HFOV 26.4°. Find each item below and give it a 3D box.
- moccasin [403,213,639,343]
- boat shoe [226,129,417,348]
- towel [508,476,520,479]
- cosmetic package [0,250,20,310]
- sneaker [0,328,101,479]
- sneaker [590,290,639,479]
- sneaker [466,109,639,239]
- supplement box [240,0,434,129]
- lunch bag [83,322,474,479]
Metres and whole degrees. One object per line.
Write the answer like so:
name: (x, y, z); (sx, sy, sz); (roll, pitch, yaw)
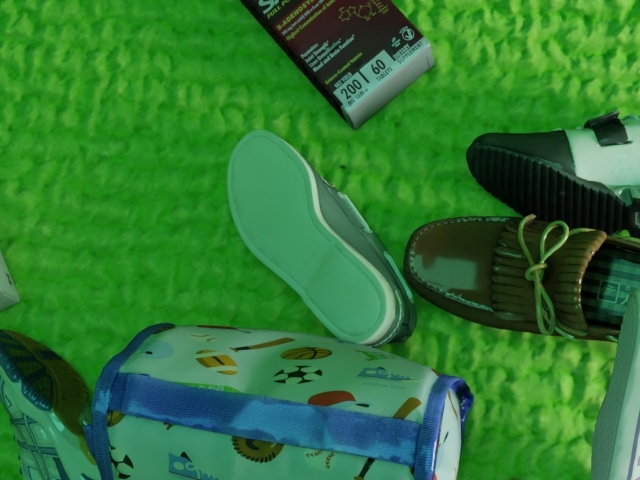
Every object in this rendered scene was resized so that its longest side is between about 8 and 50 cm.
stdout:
moccasin: (0.276, 0.049, 1.468); (0.380, 0.147, 0.139); (17, 81, 12)
boat shoe: (0.000, 0.000, 1.552); (0.116, 0.099, 0.319); (-49, 56, 17)
towel: (0.287, 0.354, 1.464); (0.237, 0.021, 0.102); (27, 82, 14)
cosmetic package: (-0.478, 0.032, 1.585); (0.183, 0.151, 0.151); (-27, 75, 1)
sneaker: (-0.311, 0.229, 1.539); (0.296, 0.112, 0.131); (46, 110, 26)
sneaker: (0.372, 0.186, 1.395); (0.161, 0.102, 0.282); (6, 123, -2)
sneaker: (0.332, -0.085, 1.519); (0.330, 0.122, 0.146); (14, 62, 12)
supplement box: (0.010, -0.264, 1.618); (0.130, 0.073, 0.239); (-40, 74, -1)
lunch bag: (-0.027, 0.205, 1.358); (0.327, 0.385, 0.239); (8, 78, 9)
